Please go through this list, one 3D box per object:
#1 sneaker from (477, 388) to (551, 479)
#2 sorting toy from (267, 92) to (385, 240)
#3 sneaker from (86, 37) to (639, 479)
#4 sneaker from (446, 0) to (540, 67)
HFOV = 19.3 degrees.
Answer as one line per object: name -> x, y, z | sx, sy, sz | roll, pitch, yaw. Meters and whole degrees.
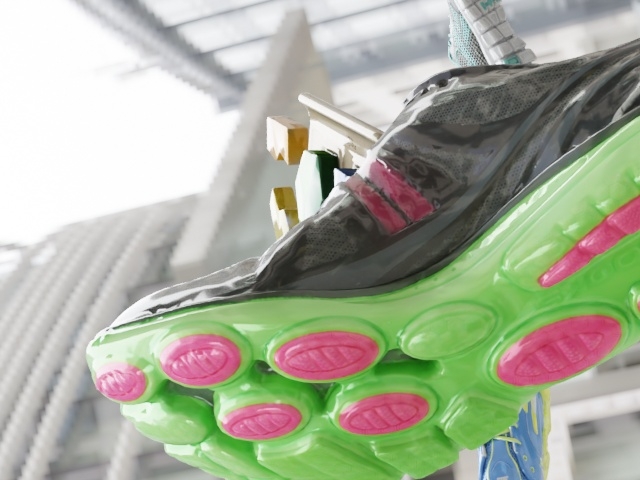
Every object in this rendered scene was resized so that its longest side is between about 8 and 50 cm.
sneaker -> 0.190, 0.176, 1.871 | 0.126, 0.091, 0.240 | -85, -18, -63
sorting toy -> 0.000, 0.000, 1.521 | 0.307, 0.041, 0.229 | -144, 52, -67
sneaker -> 0.078, 0.012, 1.197 | 0.185, 0.483, 0.202 | 58, -162, -33
sneaker -> 0.148, -0.204, 1.853 | 0.065, 0.076, 0.166 | -24, -92, -45
